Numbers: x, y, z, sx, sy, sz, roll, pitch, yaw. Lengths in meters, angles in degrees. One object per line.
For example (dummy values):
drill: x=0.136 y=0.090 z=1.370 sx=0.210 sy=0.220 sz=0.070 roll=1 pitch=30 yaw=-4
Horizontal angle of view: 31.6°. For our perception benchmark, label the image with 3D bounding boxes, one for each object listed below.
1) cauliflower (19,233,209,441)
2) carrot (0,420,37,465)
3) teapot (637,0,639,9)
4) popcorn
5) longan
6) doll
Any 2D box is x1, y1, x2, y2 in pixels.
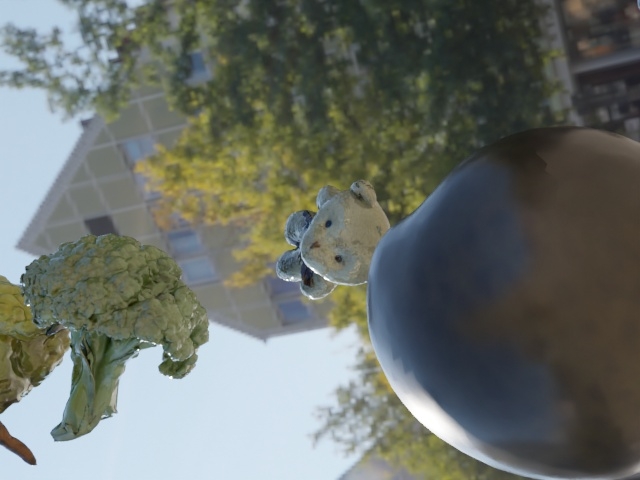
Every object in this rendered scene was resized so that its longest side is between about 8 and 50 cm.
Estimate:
cauliflower: x=-0.296 y=0.126 z=1.669 sx=0.327 sy=0.261 sz=0.281 roll=-140 pitch=43 yaw=-56
carrot: x=-0.581 y=0.360 z=2.075 sx=0.165 sy=0.036 sz=0.035 roll=48 pitch=-155 yaw=-13
teapot: x=0.348 y=-0.269 z=1.153 sx=0.049 sy=0.064 sz=0.083 roll=-43 pitch=-29 yaw=-31
popcorn: x=-0.636 y=0.196 z=2.204 sx=0.237 sy=0.293 sz=0.293 roll=43 pitch=-171 yaw=16
longan: x=0.159 y=0.044 z=0.783 sx=0.258 sy=0.258 sz=0.258 roll=-12 pitch=-90 yaw=-73
doll: x=-0.001 y=0.004 z=1.861 sx=0.149 sy=0.278 sz=0.175 roll=-19 pitch=-87 yaw=-31
